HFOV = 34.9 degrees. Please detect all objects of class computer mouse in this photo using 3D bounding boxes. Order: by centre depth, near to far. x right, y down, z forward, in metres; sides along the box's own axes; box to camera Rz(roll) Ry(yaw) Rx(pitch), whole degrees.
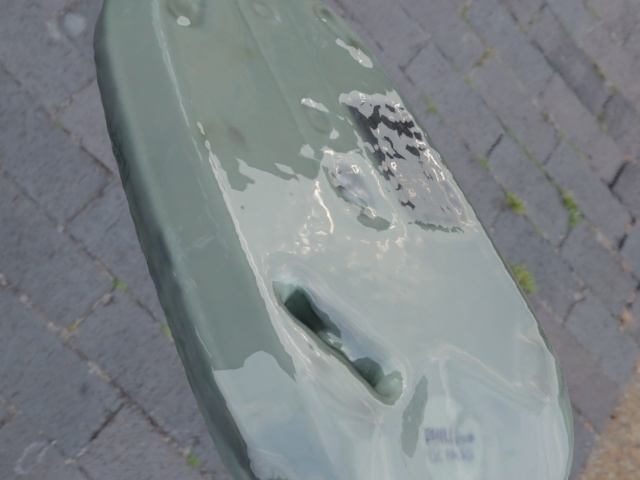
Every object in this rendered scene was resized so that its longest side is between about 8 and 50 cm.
[{"bbox_3d":[-0.004,0.004,0.480,0.197,0.095,0.331,8,48,-42],"label":"computer mouse"}]
